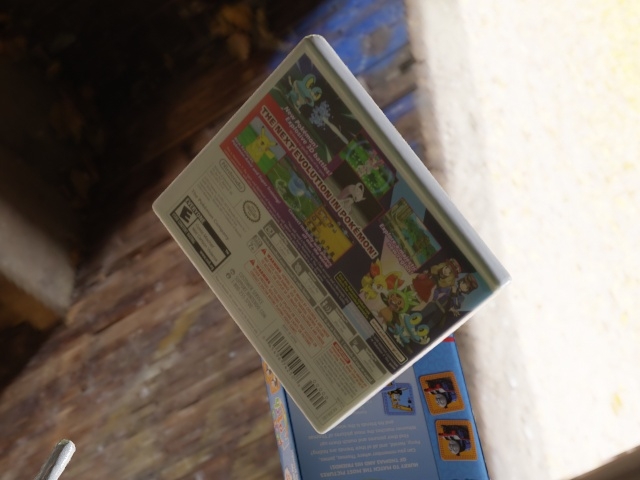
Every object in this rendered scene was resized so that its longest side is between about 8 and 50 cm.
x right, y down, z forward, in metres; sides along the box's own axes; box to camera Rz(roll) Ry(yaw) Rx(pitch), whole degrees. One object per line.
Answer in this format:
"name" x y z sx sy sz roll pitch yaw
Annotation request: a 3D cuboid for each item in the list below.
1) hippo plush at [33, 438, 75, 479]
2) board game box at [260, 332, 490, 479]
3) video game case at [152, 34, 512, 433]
"hippo plush" -0.261 0.347 0.955 0.294 0.234 0.236 -124 -149 -52
"board game box" 0.044 0.143 1.011 0.160 0.039 0.211 -2 64 -24
"video game case" 0.000 0.000 0.854 0.201 0.183 0.023 53 34 10
